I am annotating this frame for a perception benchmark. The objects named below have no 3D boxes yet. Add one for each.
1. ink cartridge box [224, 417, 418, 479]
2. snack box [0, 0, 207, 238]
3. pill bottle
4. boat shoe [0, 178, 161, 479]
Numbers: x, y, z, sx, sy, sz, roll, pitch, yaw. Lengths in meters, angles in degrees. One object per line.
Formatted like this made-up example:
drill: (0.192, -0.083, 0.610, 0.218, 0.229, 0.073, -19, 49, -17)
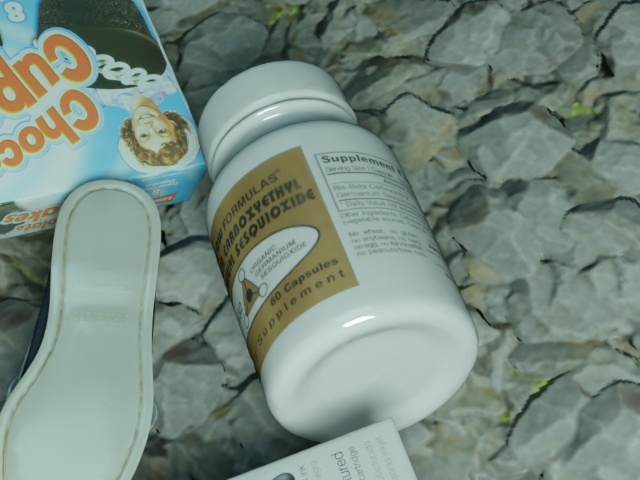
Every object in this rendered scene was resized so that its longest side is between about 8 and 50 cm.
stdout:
ink cartridge box: (-0.032, 0.216, 0.909, 0.219, 0.093, 0.160, -21, 51, -3)
snack box: (-0.252, -0.088, 1.103, 0.321, 0.060, 0.187, -13, 68, -29)
pill bottle: (0.000, 0.000, 1.042, 0.131, 0.131, 0.229, -21, 51, -2)
boat shoe: (-0.148, 0.086, 1.044, 0.095, 0.079, 0.255, 3, 61, -3)
